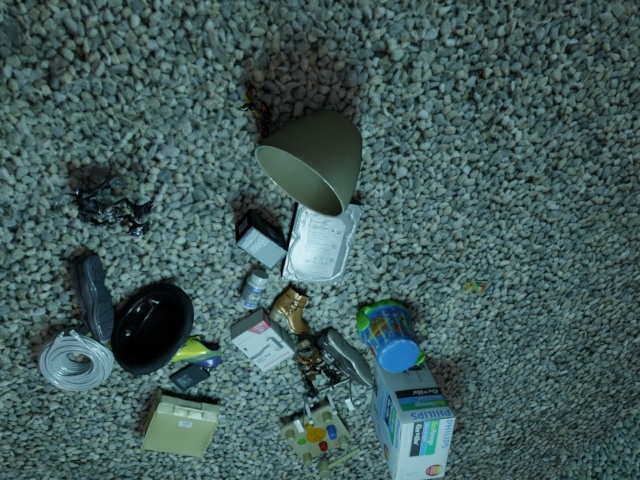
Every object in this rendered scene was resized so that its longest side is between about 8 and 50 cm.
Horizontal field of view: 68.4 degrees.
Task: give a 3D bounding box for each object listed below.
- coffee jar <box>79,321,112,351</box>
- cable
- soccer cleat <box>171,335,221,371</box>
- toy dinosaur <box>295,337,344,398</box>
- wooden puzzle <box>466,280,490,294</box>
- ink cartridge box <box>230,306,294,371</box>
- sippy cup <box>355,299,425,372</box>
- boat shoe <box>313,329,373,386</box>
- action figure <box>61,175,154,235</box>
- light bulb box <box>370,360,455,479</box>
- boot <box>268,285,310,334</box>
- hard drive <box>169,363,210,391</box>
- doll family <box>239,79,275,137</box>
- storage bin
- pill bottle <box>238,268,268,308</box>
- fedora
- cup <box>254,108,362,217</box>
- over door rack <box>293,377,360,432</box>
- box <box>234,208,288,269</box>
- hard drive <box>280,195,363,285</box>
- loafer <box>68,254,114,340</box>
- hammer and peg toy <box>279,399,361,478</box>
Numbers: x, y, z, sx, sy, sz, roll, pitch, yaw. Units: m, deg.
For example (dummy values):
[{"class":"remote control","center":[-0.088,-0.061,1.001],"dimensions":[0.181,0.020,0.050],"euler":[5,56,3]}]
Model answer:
[{"class":"coffee jar","center":[-0.781,0.337,1.719],"dimensions":[0.079,0.096,0.184],"euler":[-36,117,17]},{"class":"cable","center":[-0.909,0.442,1.756],"dimensions":[0.257,0.089,0.257],"euler":[-38,118,11]},{"class":"soccer cleat","center":[-0.527,0.420,1.832],"dimensions":[0.289,0.093,0.121],"euler":[19,82,-14]},{"class":"toy dinosaur","center":[-0.026,0.507,1.903],"dimensions":[0.164,0.218,0.322],"euler":[-39,150,0]},{"class":"wooden puzzle","center":[0.661,0.199,1.966],"dimensions":[0.117,0.014,0.078],"euler":[-3,118,-9]},{"class":"ink cartridge box","center":[-0.226,0.395,1.857],"dimensions":[0.159,0.092,0.218],"euler":[-33,120,8]},{"class":"sippy cup","center":[0.284,0.394,1.877],"dimensions":[0.306,0.224,0.239],"euler":[0,117,-11]},{"class":"boat shoe","center":[0.099,0.502,1.973],"dimensions":[0.096,0.112,0.335],"euler":[-29,114,23]},{"class":"action figure","center":[-0.666,-0.108,1.493],"dimensions":[0.276,0.141,0.164],"euler":[19,124,9]},{"class":"light bulb box","center":[0.375,0.750,2.000],"dimensions":[0.226,0.361,0.357],"euler":[-4,117,-9]},{"class":"boot","center":[-0.086,0.275,1.834],"dimensions":[0.197,0.073,0.152],"euler":[31,104,-26]},{"class":"hard drive","center":[-0.532,0.554,1.920],"dimensions":[0.135,0.022,0.094],"euler":[-31,118,6]},{"class":"doll family","center":[-0.188,-0.394,1.444],"dimensions":[0.076,0.111,0.193],"euler":[-34,118,8]},{"class":"storage bin","center":[-0.579,0.758,1.961],"dimensions":[0.263,0.123,0.260],"euler":[18,111,-19]},{"class":"pill bottle","center":[-0.247,0.180,1.749],"dimensions":[0.078,0.078,0.137],"euler":[19,112,-19]},{"class":"fedora","center":[-0.579,0.325,1.699],"dimensions":[0.334,0.333,0.152],"euler":[-26,154,3]},{"class":"cup","center":[-0.003,-0.264,1.460],"dimensions":[0.331,0.331,0.237],"euler":[42,74,-26]},{"class":"over door rack","center":[0.036,0.678,1.924],"dimensions":[0.240,0.324,0.108],"euler":[-26,88,6]},{"class":"box","center":[-0.205,-0.007,1.616],"dimensions":[0.158,0.156,0.093],"euler":[38,104,-25]},{"class":"hard drive","center":[0.000,0.000,1.712],"dimensions":[0.237,0.064,0.338],"euler":[8,114,-15]},{"class":"loafer","center":[-0.793,0.199,1.627],"dimensions":[0.095,0.109,0.302],"euler":[-5,98,10]},{"class":"hammer and peg toy","center":[0.008,0.905,2.145],"dimensions":[0.266,0.127,0.361],"euler":[-28,119,2]}]
